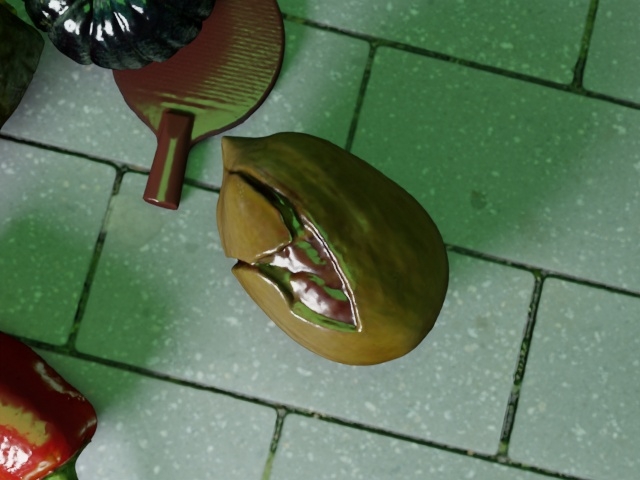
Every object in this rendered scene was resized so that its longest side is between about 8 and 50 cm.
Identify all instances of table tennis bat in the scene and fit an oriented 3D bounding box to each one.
[{"bbox_3d":[-0.150,-0.189,1.061,0.200,0.038,0.310,12,81,1],"label":"table tennis bat"}]

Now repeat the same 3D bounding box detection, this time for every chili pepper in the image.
[{"bbox_3d":[-0.306,0.189,0.954,0.338,0.134,0.131,35,69,4],"label":"chili pepper"}]

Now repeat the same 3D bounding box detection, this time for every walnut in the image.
[{"bbox_3d":[0.000,0.000,0.971,0.203,0.203,0.298,-44,85,-8],"label":"walnut"}]

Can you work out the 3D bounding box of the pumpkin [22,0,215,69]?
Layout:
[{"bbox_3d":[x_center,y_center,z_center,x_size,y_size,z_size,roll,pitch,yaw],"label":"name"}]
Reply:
[{"bbox_3d":[-0.216,-0.289,0.975,0.221,0.162,0.220,1,103,4],"label":"pumpkin"}]

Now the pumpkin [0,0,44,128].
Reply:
[{"bbox_3d":[-0.462,-0.181,0.939,0.303,0.256,0.225,28,78,-14],"label":"pumpkin"}]
